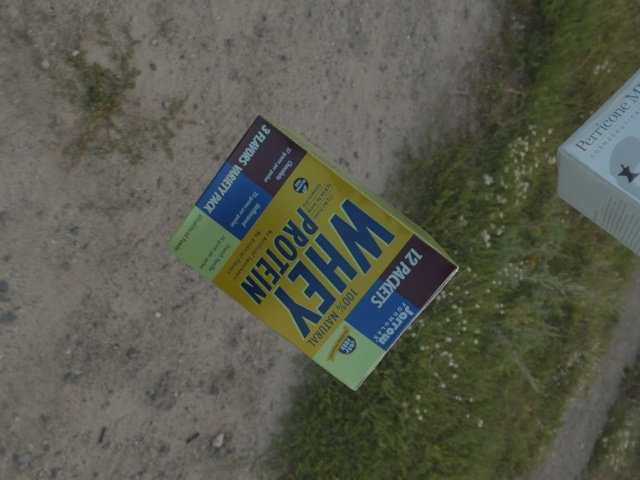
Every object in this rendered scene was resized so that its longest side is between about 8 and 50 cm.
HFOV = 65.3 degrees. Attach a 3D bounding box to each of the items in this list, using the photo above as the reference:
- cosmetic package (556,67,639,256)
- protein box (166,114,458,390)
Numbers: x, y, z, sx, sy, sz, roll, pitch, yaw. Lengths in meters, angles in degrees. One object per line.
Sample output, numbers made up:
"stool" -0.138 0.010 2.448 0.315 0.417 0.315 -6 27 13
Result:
"cosmetic package" 0.400 -0.079 0.580 0.151 0.183 0.151 -46 152 6
"protein box" 0.000 0.000 0.492 0.200 0.201 0.136 38 100 -1
